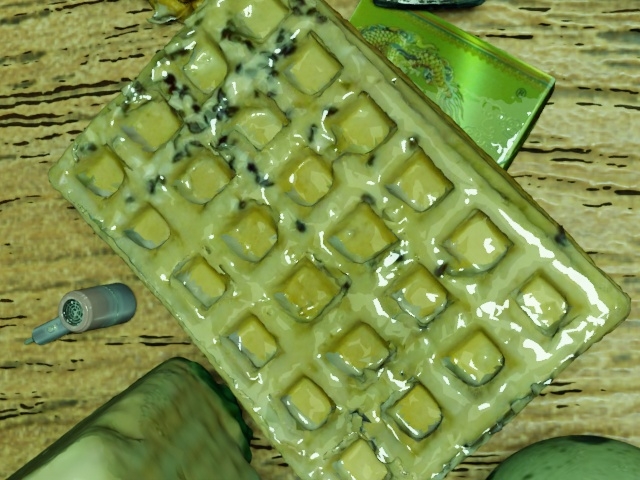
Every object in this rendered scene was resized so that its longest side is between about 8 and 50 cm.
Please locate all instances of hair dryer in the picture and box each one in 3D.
[{"bbox_3d":[-0.224,0.072,0.793,0.114,0.063,0.037,-25,83,26],"label":"hair dryer"}]

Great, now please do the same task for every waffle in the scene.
[{"bbox_3d":[0.000,0.000,0.670,0.261,0.114,0.376,-46,78,10],"label":"waffle"}]

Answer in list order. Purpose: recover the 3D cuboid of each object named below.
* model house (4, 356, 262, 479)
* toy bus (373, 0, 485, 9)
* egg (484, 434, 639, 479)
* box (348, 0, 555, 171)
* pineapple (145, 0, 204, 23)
[{"bbox_3d":[-0.155,0.330,0.634,0.382,0.334,0.342,-37,90,12],"label":"model house"},{"bbox_3d":[0.088,-0.290,0.694,0.098,0.114,0.201,3,75,12],"label":"toy bus"},{"bbox_3d":[0.205,0.236,0.619,0.228,0.177,0.177,35,95,2],"label":"egg"},{"bbox_3d":[0.037,-0.033,0.739,0.173,0.043,0.311,32,94,14],"label":"box"},{"bbox_3d":[-0.146,-0.267,0.741,0.250,0.164,0.140,43,105,9],"label":"pineapple"}]
